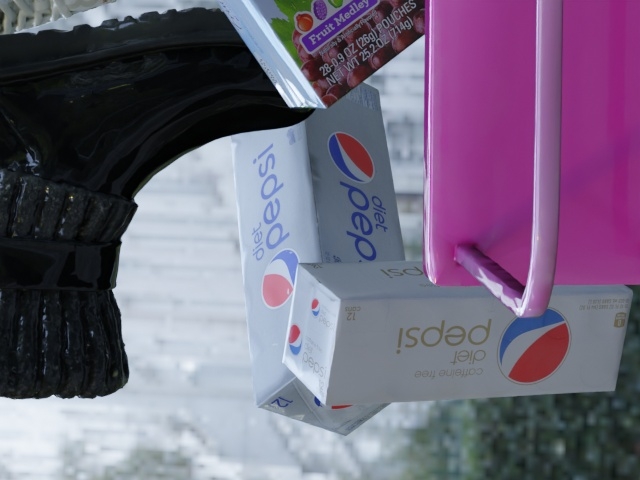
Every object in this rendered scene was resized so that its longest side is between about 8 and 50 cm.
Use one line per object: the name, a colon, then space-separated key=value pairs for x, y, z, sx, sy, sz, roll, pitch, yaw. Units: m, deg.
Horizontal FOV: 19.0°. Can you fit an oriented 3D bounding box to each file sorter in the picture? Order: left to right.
file sorter: x=0.186 y=-0.076 z=0.570 sx=0.182 sy=0.291 sz=0.202 roll=-116 pitch=26 yaw=-82

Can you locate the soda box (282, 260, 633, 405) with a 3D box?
soda box: x=0.090 y=0.056 z=1.229 sx=0.069 sy=0.216 sz=0.074 roll=39 pitch=126 yaw=57

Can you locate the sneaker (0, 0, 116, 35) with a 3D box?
sneaker: x=-0.280 y=-0.256 z=1.894 sx=0.290 sy=0.123 sz=0.106 roll=-45 pitch=-29 yaw=-26

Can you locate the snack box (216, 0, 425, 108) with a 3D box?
snack box: x=0.024 y=-0.200 z=1.042 sx=0.174 sy=0.207 sz=0.070 roll=56 pitch=165 yaw=-14

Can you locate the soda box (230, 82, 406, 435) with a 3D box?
soda box: x=0.000 y=0.000 z=1.482 sx=0.098 sy=0.091 sz=0.286 roll=-40 pitch=43 yaw=36

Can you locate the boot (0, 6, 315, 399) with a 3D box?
boot: x=-0.146 y=-0.019 z=1.380 sx=0.131 sy=0.348 sz=0.260 roll=112 pitch=151 yaw=-81
